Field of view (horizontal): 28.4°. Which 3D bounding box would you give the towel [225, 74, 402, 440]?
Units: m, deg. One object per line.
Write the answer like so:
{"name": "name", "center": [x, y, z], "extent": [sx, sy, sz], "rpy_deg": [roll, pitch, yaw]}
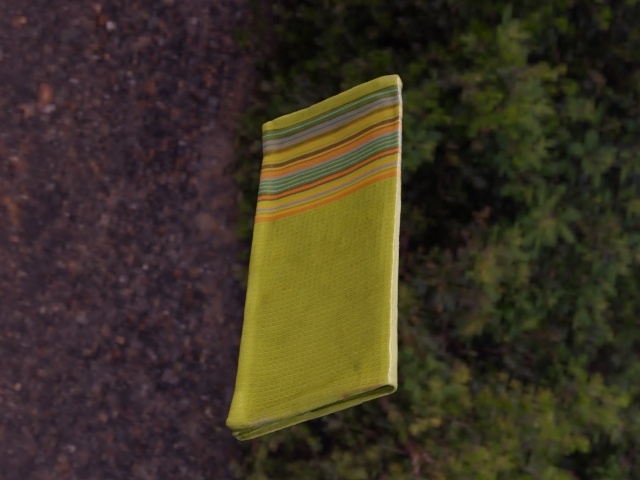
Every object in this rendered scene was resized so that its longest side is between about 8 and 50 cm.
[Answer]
{"name": "towel", "center": [0.000, 0.000, 0.722], "extent": [0.021, 0.102, 0.237], "rpy_deg": [46, 33, -36]}
